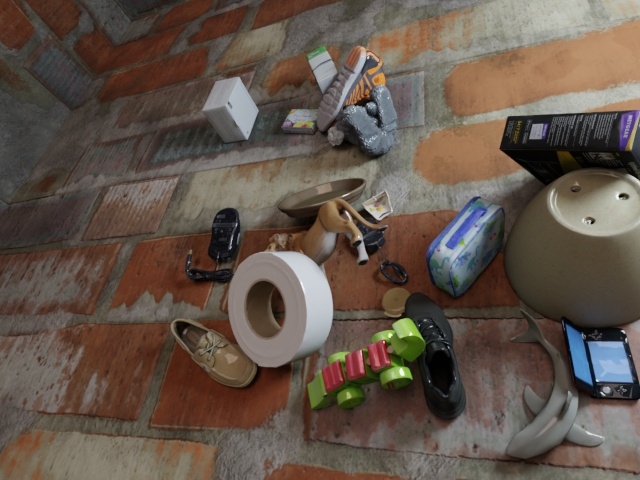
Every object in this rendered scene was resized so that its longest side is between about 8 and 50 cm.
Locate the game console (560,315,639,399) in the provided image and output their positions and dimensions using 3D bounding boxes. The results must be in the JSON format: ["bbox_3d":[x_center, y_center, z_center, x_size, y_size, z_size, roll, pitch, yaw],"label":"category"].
[{"bbox_3d":[0.547,0.227,0.819,0.124,0.085,0.144,-5,56,22],"label":"game console"}]

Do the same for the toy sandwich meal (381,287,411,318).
[{"bbox_3d":[0.196,0.160,1.065,0.085,0.029,0.085,-13,48,15],"label":"toy sandwich meal"}]

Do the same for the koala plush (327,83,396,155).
[{"bbox_3d":[0.129,-0.384,1.411,0.196,0.203,0.221,-41,29,-19],"label":"koala plush"}]

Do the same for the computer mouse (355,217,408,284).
[{"bbox_3d":[0.170,0.029,1.168,0.071,0.041,0.242,-29,56,1],"label":"computer mouse"}]

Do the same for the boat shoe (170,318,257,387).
[{"bbox_3d":[-0.301,0.300,1.144,0.302,0.098,0.109,23,69,35],"label":"boat shoe"}]

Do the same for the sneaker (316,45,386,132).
[{"bbox_3d":[0.127,-0.514,1.517,0.321,0.180,0.124,-54,42,27],"label":"sneaker"}]

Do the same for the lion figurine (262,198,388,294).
[{"bbox_3d":[0.000,0.000,1.129,0.392,0.142,0.240,-43,54,30],"label":"lion figurine"}]

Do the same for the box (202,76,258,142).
[{"bbox_3d":[-0.362,-0.529,1.707,0.119,0.181,0.182,-2,56,23],"label":"box"}]

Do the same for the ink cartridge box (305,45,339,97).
[{"bbox_3d":[0.028,-0.622,1.615,0.087,0.153,0.208,-24,49,8],"label":"ink cartridge box"}]

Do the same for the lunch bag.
[{"bbox_3d":[0.349,0.013,1.002,0.219,0.176,0.090,-48,52,-11],"label":"lunch bag"}]

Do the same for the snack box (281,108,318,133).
[{"bbox_3d":[-0.069,-0.460,1.618,0.141,0.037,0.100,11,61,30],"label":"snack box"}]

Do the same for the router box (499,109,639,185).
[{"bbox_3d":[0.581,-0.187,0.923,0.243,0.309,0.081,14,90,46],"label":"router box"}]

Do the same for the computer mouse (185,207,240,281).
[{"bbox_3d":[-0.353,0.021,1.396,0.184,0.060,0.262,-5,67,16],"label":"computer mouse"}]

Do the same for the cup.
[{"bbox_3d":[0.565,-0.015,0.885,0.331,0.237,0.331,-12,52,16],"label":"cup"}]

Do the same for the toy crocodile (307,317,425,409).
[{"bbox_3d":[0.089,0.283,0.925,0.340,0.105,0.115,-36,45,29],"label":"toy crocodile"}]

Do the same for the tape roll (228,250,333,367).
[{"bbox_3d":[-0.108,0.169,1.057,0.286,0.100,0.286,0,89,38],"label":"tape roll"}]

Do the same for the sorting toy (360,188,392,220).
[{"bbox_3d":[0.176,-0.098,1.250,0.083,0.045,0.075,-29,57,2],"label":"sorting toy"}]

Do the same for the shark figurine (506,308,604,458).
[{"bbox_3d":[0.454,0.280,0.808,0.166,0.116,0.278,2,60,24],"label":"shark figurine"}]

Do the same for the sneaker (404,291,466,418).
[{"bbox_3d":[0.251,0.230,0.922,0.109,0.130,0.286,-17,51,6],"label":"sneaker"}]

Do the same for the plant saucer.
[{"bbox_3d":[0.007,-0.128,1.266,0.278,0.041,0.278,-14,18,5],"label":"plant saucer"}]
